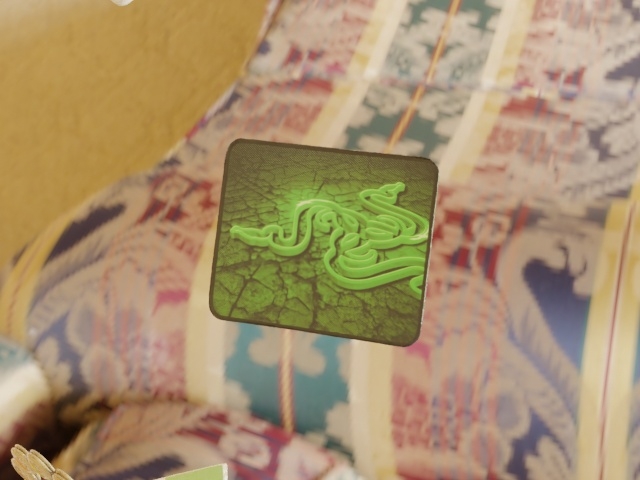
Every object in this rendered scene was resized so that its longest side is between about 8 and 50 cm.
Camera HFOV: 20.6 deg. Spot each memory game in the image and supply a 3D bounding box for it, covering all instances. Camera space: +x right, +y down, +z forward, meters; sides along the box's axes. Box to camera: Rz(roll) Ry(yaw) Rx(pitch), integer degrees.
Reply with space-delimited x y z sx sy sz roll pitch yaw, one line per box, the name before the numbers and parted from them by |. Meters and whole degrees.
memory game | -0.242 0.272 1.748 0.186 0.012 0.186 37 157 19

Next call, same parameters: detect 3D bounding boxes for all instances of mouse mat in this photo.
mouse mat | 0.000 0.000 1.424 0.189 0.007 0.153 7 91 21

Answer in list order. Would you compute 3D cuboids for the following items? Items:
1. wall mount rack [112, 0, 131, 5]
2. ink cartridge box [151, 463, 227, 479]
wall mount rack | -0.079 -0.323 1.038 0.304 0.350 0.130 -44 124 11
ink cartridge box | -0.184 0.299 1.537 0.235 0.171 0.056 -12 139 8
